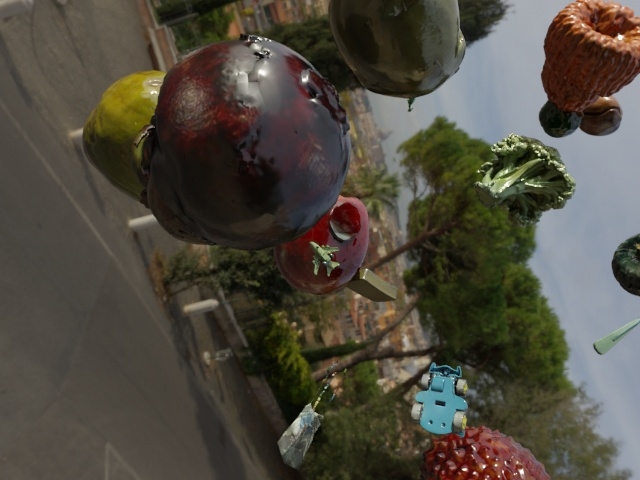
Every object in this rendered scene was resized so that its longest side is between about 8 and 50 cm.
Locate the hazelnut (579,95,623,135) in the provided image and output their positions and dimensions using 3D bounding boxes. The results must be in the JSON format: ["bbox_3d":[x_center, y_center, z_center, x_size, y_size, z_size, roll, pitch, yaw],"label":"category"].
[{"bbox_3d":[0.929,-0.417,1.768,0.143,0.143,0.154,-94,162,-50],"label":"hazelnut"}]

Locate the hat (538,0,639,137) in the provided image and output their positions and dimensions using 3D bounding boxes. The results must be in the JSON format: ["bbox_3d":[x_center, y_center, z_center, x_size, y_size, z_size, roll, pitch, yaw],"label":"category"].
[{"bbox_3d":[0.785,-0.514,1.624,0.400,0.286,0.285,98,-17,-67],"label":"hat"}]

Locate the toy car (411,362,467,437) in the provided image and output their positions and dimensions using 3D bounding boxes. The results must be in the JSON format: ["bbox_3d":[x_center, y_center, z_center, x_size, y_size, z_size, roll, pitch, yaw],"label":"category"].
[{"bbox_3d":[0.294,0.385,1.277,0.098,0.126,0.161,49,49,-52],"label":"toy car"}]

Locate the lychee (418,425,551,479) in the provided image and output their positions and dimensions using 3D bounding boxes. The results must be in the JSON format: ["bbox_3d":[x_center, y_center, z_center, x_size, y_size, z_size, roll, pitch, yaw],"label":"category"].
[{"bbox_3d":[0.506,0.802,1.608,0.500,0.425,0.424,56,-10,49],"label":"lychee"}]

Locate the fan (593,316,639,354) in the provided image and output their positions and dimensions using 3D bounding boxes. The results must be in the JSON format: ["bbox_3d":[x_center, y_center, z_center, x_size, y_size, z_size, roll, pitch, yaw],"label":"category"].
[{"bbox_3d":[0.783,0.226,1.365,0.038,0.193,0.016,55,-3,4],"label":"fan"}]

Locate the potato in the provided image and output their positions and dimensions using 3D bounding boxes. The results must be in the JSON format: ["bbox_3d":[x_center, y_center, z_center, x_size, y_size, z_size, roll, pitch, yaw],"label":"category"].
[{"bbox_3d":[0.146,-0.429,1.047,0.221,0.243,0.326,-109,174,-50],"label":"potato"}]

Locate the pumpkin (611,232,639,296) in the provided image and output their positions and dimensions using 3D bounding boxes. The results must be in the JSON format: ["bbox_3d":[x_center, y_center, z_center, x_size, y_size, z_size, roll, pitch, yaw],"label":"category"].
[{"bbox_3d":[0.947,0.063,1.522,0.152,0.212,0.211,44,28,-40],"label":"pumpkin"}]

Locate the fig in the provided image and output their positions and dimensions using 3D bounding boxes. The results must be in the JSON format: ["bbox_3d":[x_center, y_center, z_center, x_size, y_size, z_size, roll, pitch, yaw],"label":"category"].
[{"bbox_3d":[-0.390,-0.229,1.313,0.343,0.344,0.343,-14,90,-82],"label":"fig"}]

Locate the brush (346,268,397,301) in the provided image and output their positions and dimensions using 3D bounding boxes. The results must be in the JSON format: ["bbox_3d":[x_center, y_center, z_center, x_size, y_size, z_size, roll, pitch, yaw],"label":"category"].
[{"bbox_3d":[0.193,0.175,2.043,0.197,0.123,0.059,32,62,-32],"label":"brush"}]

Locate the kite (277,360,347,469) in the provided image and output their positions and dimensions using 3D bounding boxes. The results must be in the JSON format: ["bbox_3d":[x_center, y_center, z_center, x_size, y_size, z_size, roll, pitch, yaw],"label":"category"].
[{"bbox_3d":[-0.015,0.484,1.483,0.015,0.309,0.169,35,-5,-20],"label":"kite"}]

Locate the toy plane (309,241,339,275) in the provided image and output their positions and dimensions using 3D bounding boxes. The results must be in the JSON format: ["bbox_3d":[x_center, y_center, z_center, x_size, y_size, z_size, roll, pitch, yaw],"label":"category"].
[{"bbox_3d":[0.008,0.045,1.488,0.040,0.102,0.111,2,-46,54],"label":"toy plane"}]

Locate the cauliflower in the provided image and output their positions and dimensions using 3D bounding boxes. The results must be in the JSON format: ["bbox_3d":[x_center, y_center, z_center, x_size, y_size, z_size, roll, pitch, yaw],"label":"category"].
[{"bbox_3d":[0.594,-0.163,1.619,0.260,0.281,0.327,53,-11,-25],"label":"cauliflower"}]

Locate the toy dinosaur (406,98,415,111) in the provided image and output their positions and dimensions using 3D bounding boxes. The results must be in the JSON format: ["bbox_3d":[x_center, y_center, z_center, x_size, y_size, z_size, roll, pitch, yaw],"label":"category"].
[{"bbox_3d":[0.281,-0.430,1.629,0.083,0.021,0.062,145,-49,-75],"label":"toy dinosaur"}]

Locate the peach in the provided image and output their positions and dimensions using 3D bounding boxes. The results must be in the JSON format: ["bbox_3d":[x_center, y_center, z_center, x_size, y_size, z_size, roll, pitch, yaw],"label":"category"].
[{"bbox_3d":[0.012,-0.015,1.898,0.310,0.335,0.405,-17,-126,58],"label":"peach"}]

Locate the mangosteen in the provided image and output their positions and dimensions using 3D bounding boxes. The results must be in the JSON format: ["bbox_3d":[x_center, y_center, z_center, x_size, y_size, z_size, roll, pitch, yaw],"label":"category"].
[{"bbox_3d":[-0.137,-0.159,0.977,0.421,0.381,0.380,-27,-108,54],"label":"mangosteen"}]
